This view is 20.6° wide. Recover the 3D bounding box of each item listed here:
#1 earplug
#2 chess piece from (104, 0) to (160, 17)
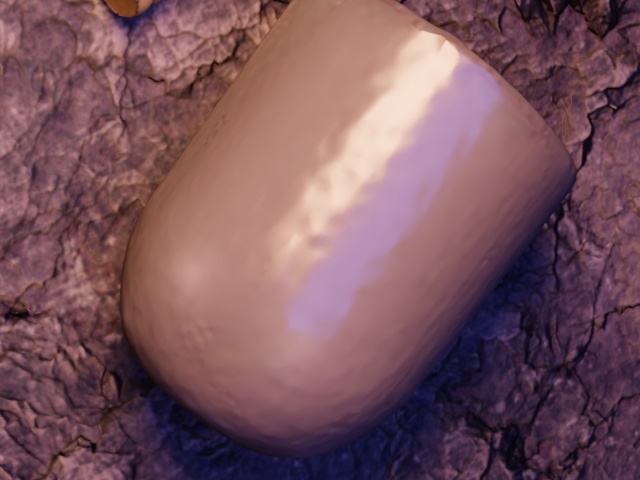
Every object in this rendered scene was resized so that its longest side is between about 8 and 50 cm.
[{"bbox_3d":[0.000,0.000,1.618,0.312,0.312,0.394,39,86,-23],"label":"earplug"},{"bbox_3d":[-0.118,-0.287,1.651,0.200,0.090,0.090,-30,108,-27],"label":"chess piece"}]
